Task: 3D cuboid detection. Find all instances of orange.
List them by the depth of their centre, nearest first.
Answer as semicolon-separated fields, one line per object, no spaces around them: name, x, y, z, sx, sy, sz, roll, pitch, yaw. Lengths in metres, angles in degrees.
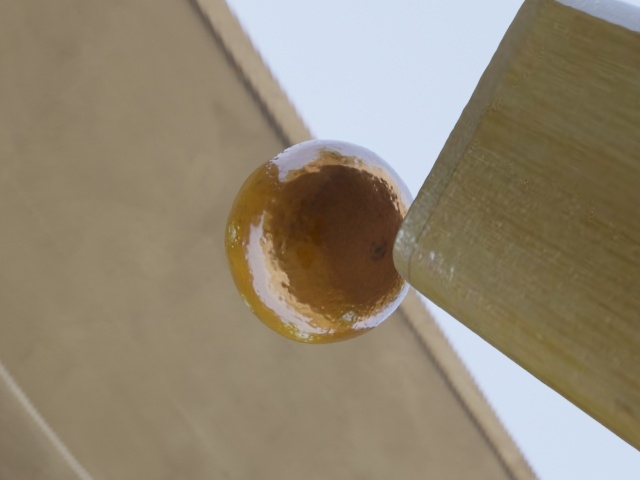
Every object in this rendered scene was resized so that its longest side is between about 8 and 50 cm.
orange;0.000;0.000;1.099;0.156;0.124;0.156;-11;-73;-42

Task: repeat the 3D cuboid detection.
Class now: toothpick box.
toothpick box;0.186;0.029;0.525;0.187;0.308;0.190;22;-82;-37
